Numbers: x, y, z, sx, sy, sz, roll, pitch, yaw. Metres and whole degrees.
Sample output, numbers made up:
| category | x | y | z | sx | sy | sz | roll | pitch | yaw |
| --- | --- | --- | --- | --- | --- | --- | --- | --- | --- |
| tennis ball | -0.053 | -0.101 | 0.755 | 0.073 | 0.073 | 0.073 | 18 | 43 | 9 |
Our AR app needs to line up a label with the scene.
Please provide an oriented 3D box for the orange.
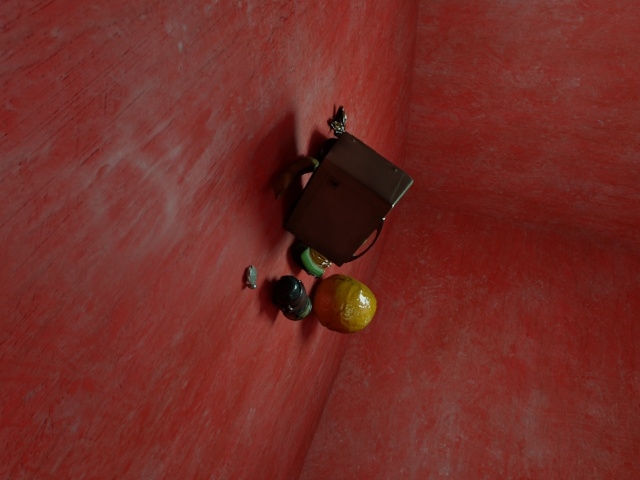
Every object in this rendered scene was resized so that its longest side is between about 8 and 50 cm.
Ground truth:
| category | x | y | z | sx | sy | sz | roll | pitch | yaw |
| --- | --- | --- | --- | --- | --- | --- | --- | --- | --- |
| orange | 0.119 | 0.346 | 2.225 | 0.293 | 0.341 | 0.340 | -59 | 159 | -15 |

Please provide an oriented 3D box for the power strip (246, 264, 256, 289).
| category | x | y | z | sx | sy | sz | roll | pitch | yaw |
| --- | --- | --- | --- | --- | --- | --- | --- | --- | --- |
| power strip | -0.240 | 0.128 | 1.428 | 0.055 | 0.035 | 0.083 | -39 | 127 | -63 |

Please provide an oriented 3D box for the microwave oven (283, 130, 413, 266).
| category | x | y | z | sx | sy | sz | roll | pitch | yaw |
| --- | --- | --- | --- | --- | --- | --- | --- | --- | --- |
| microwave oven | 0.099 | -0.144 | 1.565 | 0.394 | 0.333 | 0.247 | -54 | -179 | 46 |

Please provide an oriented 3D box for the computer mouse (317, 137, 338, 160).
| category | x | y | z | sx | sy | sz | roll | pitch | yaw |
| --- | --- | --- | --- | --- | --- | --- | --- | --- | --- |
| computer mouse | 0.044 | -0.353 | 1.798 | 0.269 | 0.100 | 0.170 | -15 | 123 | -77 |

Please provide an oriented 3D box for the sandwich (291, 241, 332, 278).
| category | x | y | z | sx | sy | sz | roll | pitch | yaw |
| --- | --- | --- | --- | --- | --- | --- | --- | --- | --- |
| sandwich | 0.000 | 0.000 | 1.848 | 0.301 | 0.162 | 0.250 | -44 | 147 | 1 |

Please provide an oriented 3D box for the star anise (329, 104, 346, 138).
| category | x | y | z | sx | sy | sz | roll | pitch | yaw |
| --- | --- | --- | --- | --- | --- | --- | --- | --- | --- |
| star anise | 0.091 | -0.532 | 1.879 | 0.212 | 0.053 | 0.157 | -17 | 121 | -68 |

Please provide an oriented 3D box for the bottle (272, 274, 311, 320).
| category | x | y | z | sx | sy | sz | roll | pitch | yaw |
| --- | --- | --- | --- | --- | --- | --- | --- | --- | --- |
| bottle | -0.123 | 0.233 | 1.687 | 0.271 | 0.143 | 0.156 | 76 | 7 | -62 |

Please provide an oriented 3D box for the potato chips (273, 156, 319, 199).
| category | x | y | z | sx | sy | sz | roll | pitch | yaw |
| --- | --- | --- | --- | --- | --- | --- | --- | --- | --- |
| potato chips | -0.084 | -0.246 | 1.524 | 0.057 | 0.080 | 0.407 | -41 | -177 | 31 |
